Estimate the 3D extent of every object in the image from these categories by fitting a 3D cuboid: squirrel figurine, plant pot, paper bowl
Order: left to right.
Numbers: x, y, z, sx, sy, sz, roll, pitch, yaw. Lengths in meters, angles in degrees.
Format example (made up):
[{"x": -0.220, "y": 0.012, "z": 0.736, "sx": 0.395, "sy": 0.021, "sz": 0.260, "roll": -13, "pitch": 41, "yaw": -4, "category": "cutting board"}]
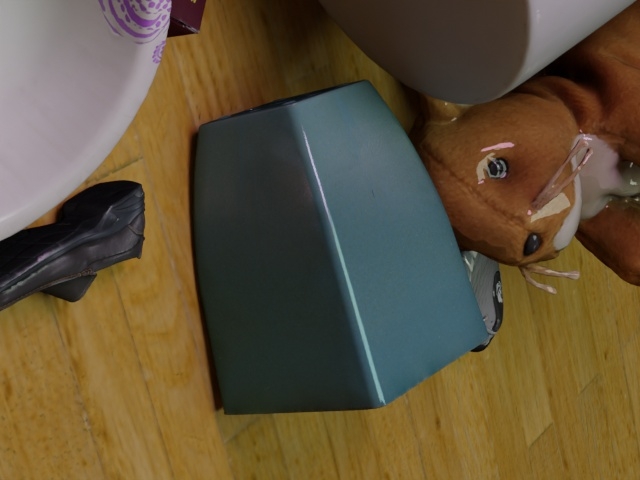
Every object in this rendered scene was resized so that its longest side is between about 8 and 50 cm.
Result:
[{"x": -0.235, "y": -0.135, "z": 0.753, "sx": 0.284, "sy": 0.148, "sz": 0.284, "roll": -26, "pitch": 140, "yaw": -24, "category": "paper bowl"}, {"x": 0.000, "y": 0.000, "z": 1.111, "sx": 0.165, "sy": 0.166, "sz": 0.234, "roll": -24, "pitch": 102, "yaw": -49, "category": "plant pot"}, {"x": 0.212, "y": -0.118, "z": 1.289, "sx": 0.370, "sy": 0.397, "sz": 0.281, "roll": -17, "pitch": 142, "yaw": -22, "category": "squirrel figurine"}]

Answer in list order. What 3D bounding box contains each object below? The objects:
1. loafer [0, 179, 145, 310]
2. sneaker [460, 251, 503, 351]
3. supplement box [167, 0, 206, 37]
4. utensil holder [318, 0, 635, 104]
[{"x": -0.178, "y": 0.016, "z": 0.958, "sx": 0.170, "sy": 0.062, "sz": 0.061, "roll": -35, "pitch": 122, "yaw": -45, "category": "loafer"}, {"x": 0.125, "y": 0.074, "z": 1.325, "sx": 0.229, "sy": 0.086, "sz": 0.132, "roll": -51, "pitch": 131, "yaw": -39, "category": "sneaker"}, {"x": -0.129, "y": -0.282, "z": 1.001, "sx": 0.130, "sy": 0.073, "sz": 0.239, "roll": 27, "pitch": 69, "yaw": -49, "category": "supplement box"}, {"x": 0.187, "y": -0.332, "z": 1.088, "sx": 0.385, "sy": 0.327, "sz": 0.327, "roll": -39, "pitch": 122, "yaw": -21, "category": "utensil holder"}]
